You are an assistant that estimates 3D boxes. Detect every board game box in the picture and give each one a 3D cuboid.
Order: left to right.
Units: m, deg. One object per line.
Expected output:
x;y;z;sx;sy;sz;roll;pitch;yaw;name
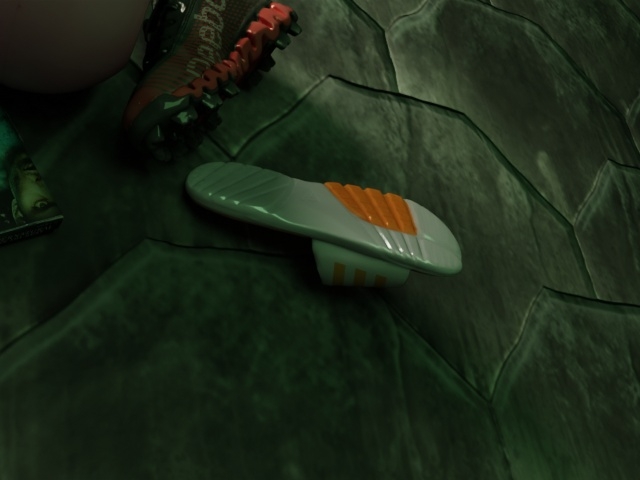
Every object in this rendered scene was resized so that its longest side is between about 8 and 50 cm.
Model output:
-0.298;-0.040;0.621;0.186;0.026;0.126;-22;74;-45;board game box

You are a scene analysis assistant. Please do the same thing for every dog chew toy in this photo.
-0.292;-0.246;0.659;0.332;0.206;0.206;19;50;-17;dog chew toy

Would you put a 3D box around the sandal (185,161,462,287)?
0.000;-0.006;0.807;0.265;0.076;0.102;15;34;-3;sandal

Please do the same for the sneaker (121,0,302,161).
-0.125;-0.178;0.807;0.135;0.097;0.276;40;41;-8;sneaker
